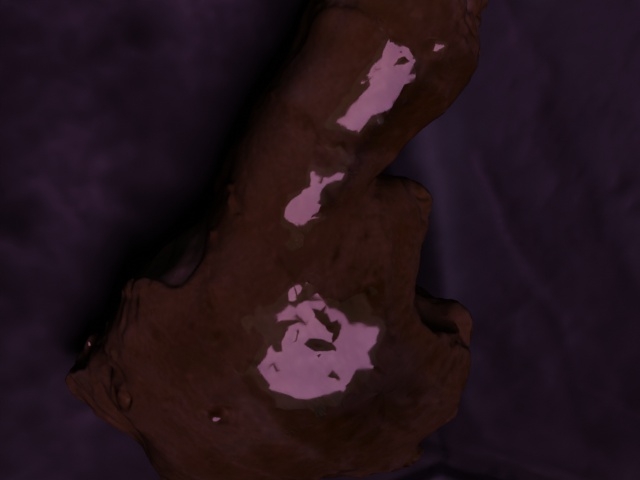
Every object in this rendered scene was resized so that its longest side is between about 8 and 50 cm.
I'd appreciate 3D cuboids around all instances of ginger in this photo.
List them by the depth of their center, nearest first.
[{"bbox_3d":[0.007,0.005,0.372,0.096,0.067,0.165,30,105,-8],"label":"ginger"}]
